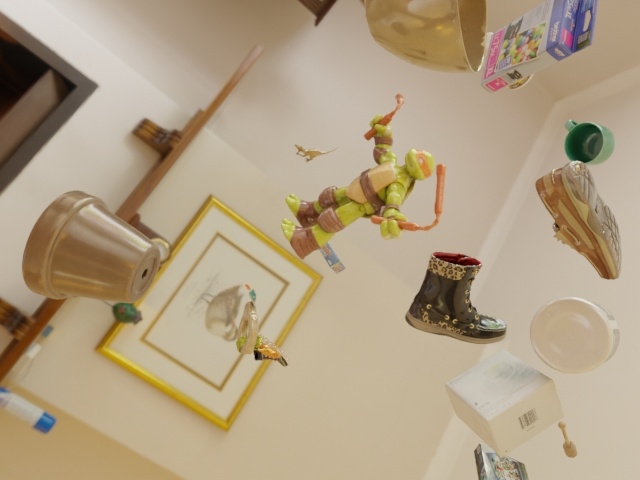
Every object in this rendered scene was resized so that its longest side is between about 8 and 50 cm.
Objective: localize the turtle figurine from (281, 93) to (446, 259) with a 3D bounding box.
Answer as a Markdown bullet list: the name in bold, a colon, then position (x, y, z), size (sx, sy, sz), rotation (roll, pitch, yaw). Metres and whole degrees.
- **turtle figurine**: position (0.059, -0.069, 0.684), size (0.217, 0.087, 0.270), rotation (-26, -138, 21)

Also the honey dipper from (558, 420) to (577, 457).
- **honey dipper**: position (0.608, 0.488, 1.313), size (0.030, 0.161, 0.030), rotation (-19, -141, 16)

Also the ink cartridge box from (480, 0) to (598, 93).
- **ink cartridge box**: position (0.570, -0.532, 1.406), size (0.311, 0.065, 0.186), rotation (-13, -124, 58)

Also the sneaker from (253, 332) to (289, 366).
- **sneaker**: position (-0.172, 0.357, 1.685), size (0.075, 0.170, 0.063), rotation (-51, -156, -12)

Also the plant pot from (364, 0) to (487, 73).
- **plant pot**: position (0.195, -0.452, 1.010), size (0.190, 0.284, 0.284), rotation (1, -134, 28)

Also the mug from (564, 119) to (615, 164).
- **mug**: position (0.843, -0.311, 1.658), size (0.129, 0.097, 0.158), rotation (-12, -100, 55)

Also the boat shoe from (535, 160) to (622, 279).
- **boat shoe**: position (0.610, -0.040, 1.249), size (0.116, 0.324, 0.123), rotation (-16, -154, 44)

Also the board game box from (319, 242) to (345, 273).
- **board game box**: position (0.000, 0.000, 1.591), size (0.035, 0.201, 0.136), rotation (-34, 163, 1)

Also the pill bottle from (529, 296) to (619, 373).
- **pill bottle**: position (0.743, 0.270, 1.534), size (0.204, 0.361, 0.204), rotation (-6, -101, 32)

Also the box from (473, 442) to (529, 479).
- **box**: position (0.549, 0.729, 1.583), size (0.044, 0.159, 0.233), rotation (-63, -179, 22)

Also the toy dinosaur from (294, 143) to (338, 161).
- **toy dinosaur**: position (-0.024, -0.327, 1.997), size (0.092, 0.183, 0.053), rotation (-6, -94, 59)

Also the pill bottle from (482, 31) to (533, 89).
- **pill bottle**: position (0.635, -0.625, 1.848), size (0.117, 0.215, 0.117), rotation (-41, -145, 37)

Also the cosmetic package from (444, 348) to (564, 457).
- **cosmetic package**: position (0.524, 0.458, 1.539), size (0.224, 0.138, 0.224), rotation (-27, -163, -11)

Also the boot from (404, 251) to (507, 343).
- **boot**: position (0.513, 0.203, 1.889), size (0.138, 0.377, 0.284), rotation (-84, -174, -69)

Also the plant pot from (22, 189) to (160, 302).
- **plant pot**: position (-0.515, 0.043, 1.254), size (0.263, 0.229, 0.263), rotation (22, 90, -86)

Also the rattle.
- **rattle**: position (-0.170, 0.238, 1.570), size (0.130, 0.142, 0.200), rotation (128, -29, -76)
